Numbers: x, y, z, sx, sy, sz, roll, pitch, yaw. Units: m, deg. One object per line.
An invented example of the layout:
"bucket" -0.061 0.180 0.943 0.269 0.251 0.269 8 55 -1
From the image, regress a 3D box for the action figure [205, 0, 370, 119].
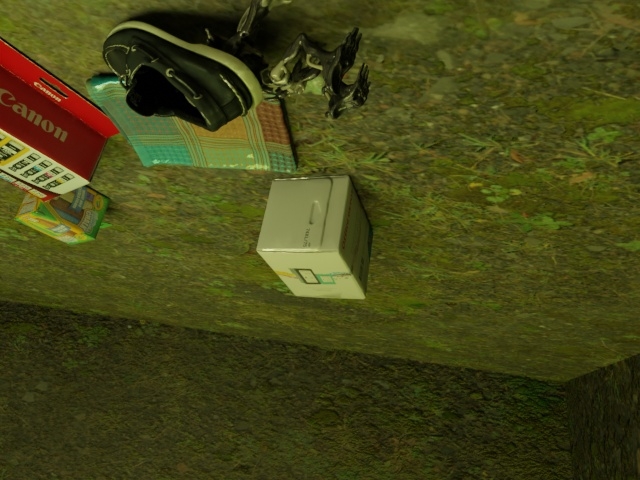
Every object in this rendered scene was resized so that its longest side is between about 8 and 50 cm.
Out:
"action figure" -0.054 -0.278 0.728 0.275 0.141 0.164 26 172 29

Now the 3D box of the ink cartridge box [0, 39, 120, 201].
"ink cartridge box" -0.617 -0.233 0.995 0.271 0.130 0.309 -12 147 35

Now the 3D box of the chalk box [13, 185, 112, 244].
"chalk box" -0.678 -0.073 1.333 0.132 0.132 0.213 -11 148 35

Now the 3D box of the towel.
"towel" -0.243 -0.227 0.992 0.369 0.040 0.271 4 154 9

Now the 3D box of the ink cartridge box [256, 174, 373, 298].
"ink cartridge box" 0.000 0.000 1.193 0.197 0.198 0.270 0 152 19

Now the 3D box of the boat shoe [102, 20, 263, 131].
"boat shoe" -0.247 -0.241 0.758 0.339 0.113 0.127 26 159 24
